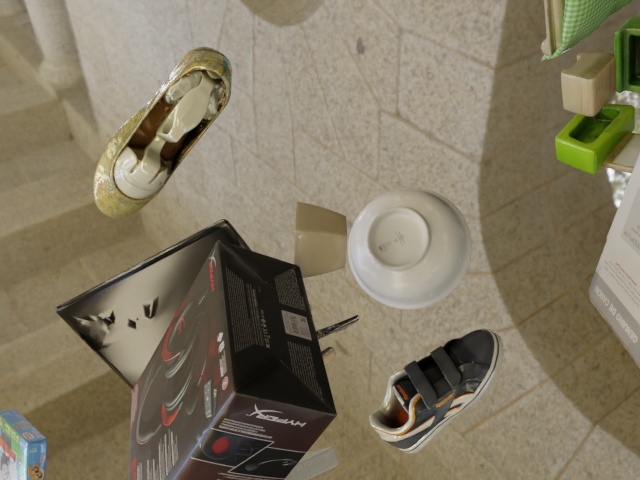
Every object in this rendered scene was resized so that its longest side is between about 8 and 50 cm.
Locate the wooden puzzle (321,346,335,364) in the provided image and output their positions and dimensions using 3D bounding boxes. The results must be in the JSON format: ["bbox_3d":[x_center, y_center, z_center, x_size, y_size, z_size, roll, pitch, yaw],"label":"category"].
[{"bbox_3d":[-0.094,0.272,1.225,0.221,0.238,0.044,-36,-102,14],"label":"wooden puzzle"}]

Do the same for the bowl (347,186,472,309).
[{"bbox_3d":[0.190,0.005,1.497,0.297,0.134,0.298,-4,-102,18],"label":"bowl"}]

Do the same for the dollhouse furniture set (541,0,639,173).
[{"bbox_3d":[0.343,-0.230,0.663,0.151,0.302,0.197,25,-121,42],"label":"dollhouse furniture set"}]

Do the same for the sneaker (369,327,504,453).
[{"bbox_3d":[0.232,0.297,1.330,0.127,0.321,0.126,32,-168,-30],"label":"sneaker"}]

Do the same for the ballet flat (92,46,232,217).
[{"bbox_3d":[-0.265,-0.166,1.085,0.349,0.123,0.123,-50,-135,10],"label":"ballet flat"}]

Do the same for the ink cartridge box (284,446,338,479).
[{"bbox_3d":[-0.111,0.499,1.369,0.224,0.223,0.045,-5,-107,-43],"label":"ink cartridge box"}]

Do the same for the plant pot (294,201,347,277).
[{"bbox_3d":[0.000,0.000,1.218,0.096,0.109,0.109,2,-148,-2],"label":"plant pot"}]

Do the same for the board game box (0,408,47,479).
[{"bbox_3d":[-0.548,0.437,1.191,0.039,0.212,0.160,-3,-170,-43],"label":"board game box"}]

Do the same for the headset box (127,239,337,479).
[{"bbox_3d":[-0.119,0.185,0.711,0.110,0.293,0.218,19,-149,-26],"label":"headset box"}]

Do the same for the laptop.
[{"bbox_3d":[-0.191,0.144,1.252,0.381,0.236,0.408,-25,172,20],"label":"laptop"}]

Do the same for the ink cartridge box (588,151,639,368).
[{"bbox_3d":[0.368,0.011,0.528,0.130,0.272,0.309,10,-155,-3],"label":"ink cartridge box"}]
